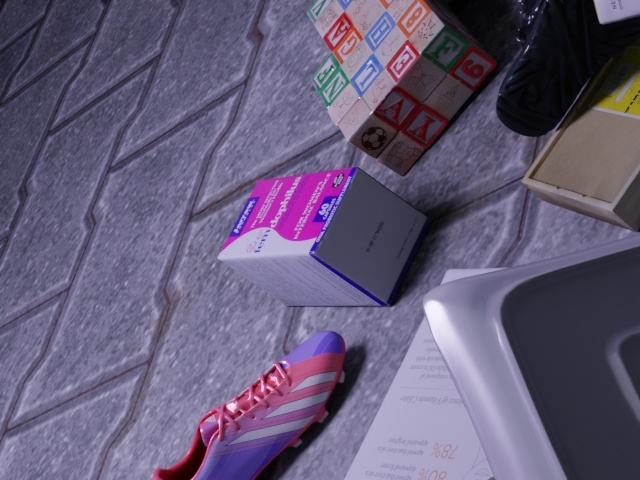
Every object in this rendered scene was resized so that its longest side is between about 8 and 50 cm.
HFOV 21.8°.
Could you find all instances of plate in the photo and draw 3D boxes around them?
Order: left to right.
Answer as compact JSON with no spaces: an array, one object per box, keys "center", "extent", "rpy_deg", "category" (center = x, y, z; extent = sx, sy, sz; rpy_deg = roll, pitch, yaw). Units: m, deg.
[{"center":[0.238,0.096,1.104],"extent":[0.278,0.045,0.277],"rpy_deg":[-15,53,-6],"category":"plate"}]

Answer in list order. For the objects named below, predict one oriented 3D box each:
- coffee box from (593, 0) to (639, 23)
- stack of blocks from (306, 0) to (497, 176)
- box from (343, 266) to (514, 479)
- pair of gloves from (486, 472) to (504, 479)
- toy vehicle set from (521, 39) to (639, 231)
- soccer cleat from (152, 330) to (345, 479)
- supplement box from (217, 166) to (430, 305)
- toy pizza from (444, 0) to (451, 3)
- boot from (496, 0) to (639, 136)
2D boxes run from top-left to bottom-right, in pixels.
[{"center":[0.387,-0.383,1.236],"extent":[0.338,0.338,0.334],"rpy_deg":[-20,6,-34],"category":"coffee box"},{"center":[0.075,-0.225,1.965],"extent":[0.171,0.087,0.297],"rpy_deg":[-50,31,15],"category":"stack of blocks"},{"center":[0.143,0.206,1.262],"extent":[0.215,0.168,0.345],"rpy_deg":[-3,54,58],"category":"box"},{"center":[0.136,0.272,1.091],"extent":[0.042,0.204,0.240],"rpy_deg":[125,136,-70],"category":"pair of gloves"},{"center":[0.312,-0.140,1.556],"extent":[0.267,0.035,0.166],"rpy_deg":[-55,25,-3],"category":"toy vehicle set"},{"center":[-0.070,0.186,1.732],"extent":[0.248,0.095,0.083],"rpy_deg":[-51,25,6],"category":"soccer cleat"},{"center":[0.000,0.000,1.828],"extent":[0.220,0.114,0.111],"rpy_deg":[-6,53,60],"category":"supplement box"},{"center":[0.173,-0.361,2.072],"extent":[0.201,0.032,0.201],"rpy_deg":[-38,33,30],"category":"toy pizza"},{"center":[0.260,-0.241,1.630],"extent":[0.246,0.094,0.207],"rpy_deg":[-57,8,40],"category":"boot"}]
